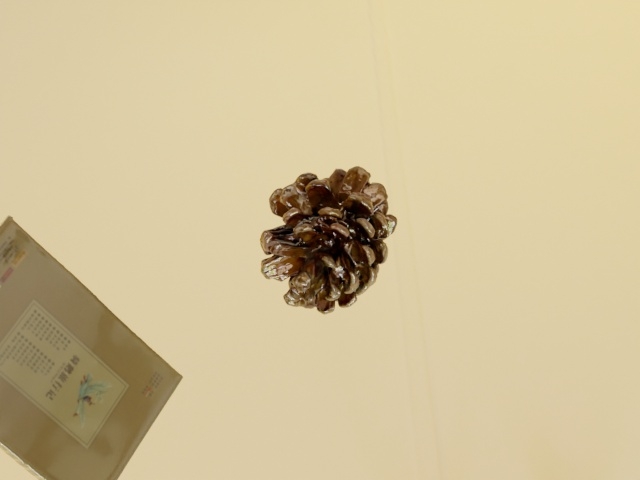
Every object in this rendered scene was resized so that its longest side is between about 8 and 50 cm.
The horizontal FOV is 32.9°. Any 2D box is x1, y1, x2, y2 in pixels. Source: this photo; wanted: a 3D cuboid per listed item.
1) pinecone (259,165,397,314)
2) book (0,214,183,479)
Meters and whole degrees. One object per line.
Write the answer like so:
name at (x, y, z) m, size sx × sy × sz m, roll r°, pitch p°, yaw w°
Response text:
pinecone at (0.003, 0.001, 1.360) m, size 0.179 × 0.150 × 0.195 m, roll -39°, pitch -152°, yaw 35°
book at (-0.322, 0.152, 1.283) m, size 0.021 × 0.310 × 0.217 m, roll -12°, pitch -142°, yaw 47°
